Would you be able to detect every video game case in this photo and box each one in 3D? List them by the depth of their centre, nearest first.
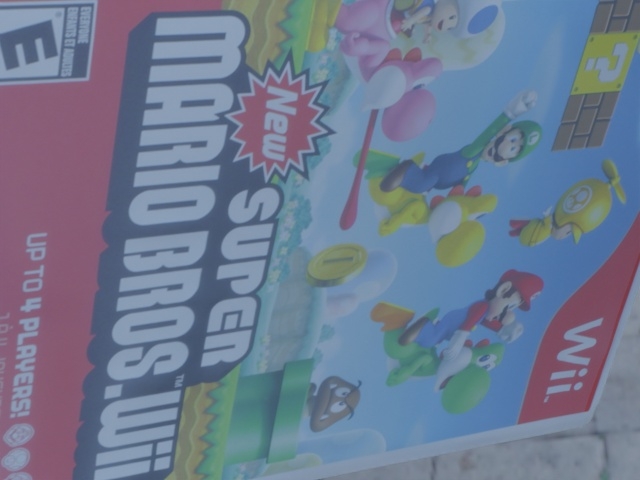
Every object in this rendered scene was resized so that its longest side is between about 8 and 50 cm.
[{"bbox_3d":[0.000,0.000,0.492,0.285,0.204,0.025,-7,36,-29],"label":"video game case"}]
